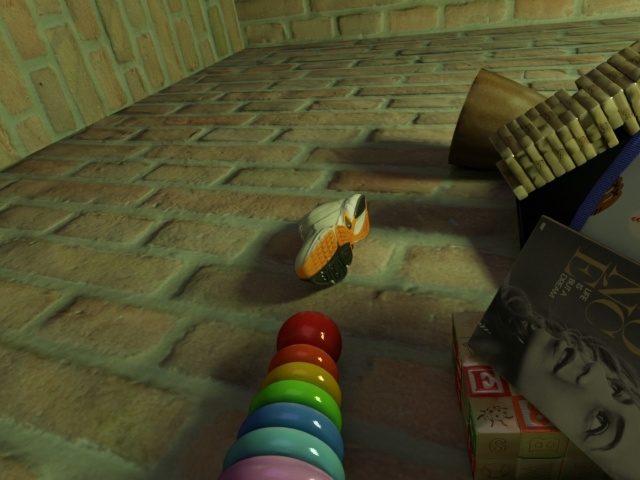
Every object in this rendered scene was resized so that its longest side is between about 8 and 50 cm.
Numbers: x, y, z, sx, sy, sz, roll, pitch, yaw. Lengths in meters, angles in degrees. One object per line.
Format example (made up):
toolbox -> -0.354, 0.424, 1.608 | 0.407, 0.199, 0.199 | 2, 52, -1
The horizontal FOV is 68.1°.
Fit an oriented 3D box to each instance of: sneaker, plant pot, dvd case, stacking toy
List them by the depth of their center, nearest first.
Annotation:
dvd case -> 0.247, 0.096, 0.425 | 0.018, 0.164, 0.221 | 12, 20, -34
stacking toy -> -0.025, 0.201, 0.538 | 0.141, 0.141, 0.330 | -4, 26, 10
sneaker -> 0.000, 0.000, 0.870 | 0.121, 0.099, 0.262 | -2, 25, 26
plant pot -> 0.425, -0.236, 1.027 | 0.230, 0.215, 0.215 | 21, 42, 17

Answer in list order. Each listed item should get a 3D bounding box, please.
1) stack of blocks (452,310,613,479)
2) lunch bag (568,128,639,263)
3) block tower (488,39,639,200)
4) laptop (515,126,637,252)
stack of blocks -> 0.307, 0.161, 0.522 | 0.297, 0.087, 0.171 | -4, 34, 10
lunch bag -> 0.434, 0.012, 0.406 | 0.385, 0.239, 0.328 | -46, 40, 1
block tower -> 0.434, -0.204, 0.745 | 0.335, 0.097, 0.091 | -35, 33, 24
laptop -> 0.551, -0.032, 0.717 | 0.408, 0.236, 0.382 | 18, 54, -7
